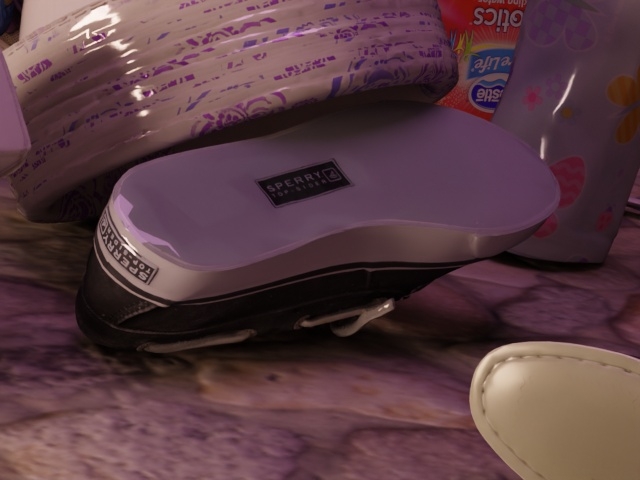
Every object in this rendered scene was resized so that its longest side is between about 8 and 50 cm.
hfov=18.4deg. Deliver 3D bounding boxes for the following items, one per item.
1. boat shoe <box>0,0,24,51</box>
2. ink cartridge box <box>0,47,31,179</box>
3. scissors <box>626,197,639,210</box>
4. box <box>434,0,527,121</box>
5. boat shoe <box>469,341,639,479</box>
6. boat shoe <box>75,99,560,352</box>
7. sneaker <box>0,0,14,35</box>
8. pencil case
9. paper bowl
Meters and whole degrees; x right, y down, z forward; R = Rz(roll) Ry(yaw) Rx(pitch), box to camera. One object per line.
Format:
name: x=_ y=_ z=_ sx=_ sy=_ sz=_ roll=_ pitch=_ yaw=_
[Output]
boat shoe: x=-0.182 y=-0.157 z=1.604 sx=0.103 sy=0.092 sz=0.285 roll=-5 pitch=21 yaw=-41
ink cartridge box: x=-0.277 y=-0.047 z=0.976 sx=0.158 sy=0.092 sz=0.218 roll=-27 pitch=-14 yaw=36
scissors: x=0.280 y=-0.018 z=1.500 sx=0.297 sy=0.021 sz=0.109 roll=13 pitch=18 yaw=8
box: x=0.134 y=-0.180 z=1.796 sx=0.257 sy=0.128 sz=0.122 roll=0 pitch=18 yaw=-30
boat shoe: x=0.182 y=0.102 z=0.925 sx=0.228 sy=0.081 sz=0.069 roll=21 pitch=15 yaw=14
boat shoe: x=0.002 y=0.003 z=1.118 sx=0.306 sy=0.105 sz=0.113 roll=-17 pitch=59 yaw=-39
sneaker: x=-0.368 y=-0.206 z=1.547 sx=0.296 sy=0.112 sz=0.131 roll=21 pitch=35 yaw=37
pencil case: x=0.179 y=-0.119 z=1.353 sx=0.113 sy=0.273 sz=0.124 roll=3 pitch=22 yaw=-43
paper bowl: x=-0.069 y=-0.119 z=1.213 sx=0.284 sy=0.148 sz=0.284 roll=-19 pitch=-5 yaw=-2
